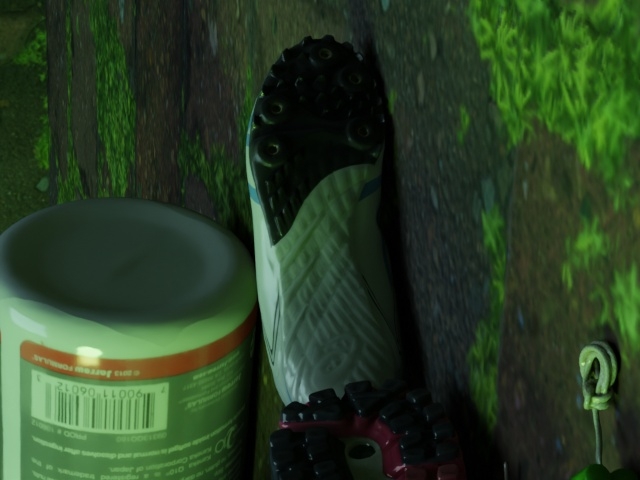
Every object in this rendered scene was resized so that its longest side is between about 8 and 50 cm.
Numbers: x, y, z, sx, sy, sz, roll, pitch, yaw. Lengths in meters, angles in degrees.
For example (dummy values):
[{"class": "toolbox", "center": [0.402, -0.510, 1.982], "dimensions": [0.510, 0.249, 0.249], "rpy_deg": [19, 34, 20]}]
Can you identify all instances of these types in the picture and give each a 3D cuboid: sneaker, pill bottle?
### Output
[{"class": "sneaker", "center": [0.000, 0.000, 0.960], "dimensions": [0.086, 0.085, 0.237], "rpy_deg": [121, 146, -76]}, {"class": "sneaker", "center": [0.054, 0.189, 0.775], "dimensions": [0.299, 0.121, 0.112], "rpy_deg": [-105, 4, -58]}, {"class": "pill bottle", "center": [-0.163, 0.166, 1.336], "dimensions": [0.210, 0.210, 0.363], "rpy_deg": [-118, 28, -55]}]

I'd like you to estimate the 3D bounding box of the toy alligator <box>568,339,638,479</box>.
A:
[{"class": "toy alligator", "center": [0.107, 0.131, 0.660], "dimensions": [0.056, 0.051, 0.189], "rpy_deg": [123, 141, -64]}]
